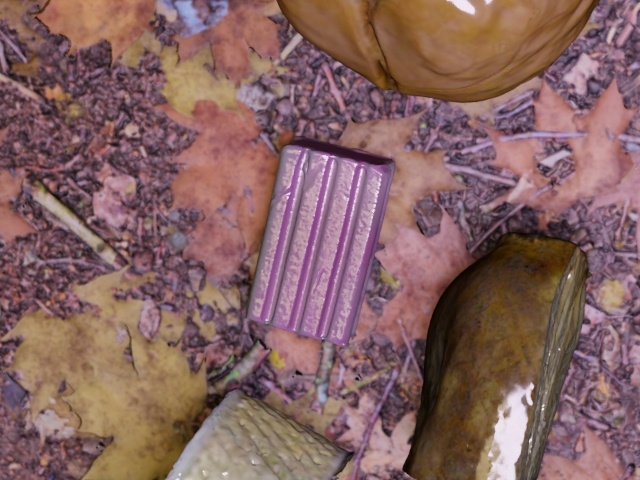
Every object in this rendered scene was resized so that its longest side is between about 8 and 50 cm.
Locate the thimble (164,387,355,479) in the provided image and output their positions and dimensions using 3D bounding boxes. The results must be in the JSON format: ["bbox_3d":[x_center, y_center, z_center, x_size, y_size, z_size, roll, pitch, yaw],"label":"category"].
[{"bbox_3d":[-0.094,0.298,1.791,0.150,0.271,0.271,31,103,5],"label":"thimble"}]

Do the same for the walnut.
[{"bbox_3d":[0.124,-0.331,1.628,0.354,0.308,0.398,26,105,17],"label":"walnut"}]

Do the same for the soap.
[{"bbox_3d":[0.000,0.000,1.826,0.122,0.065,0.203,15,102,7],"label":"soap"}]

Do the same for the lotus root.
[{"bbox_3d":[0.174,0.116,1.723,0.149,0.267,0.260,13,92,12],"label":"lotus root"}]
